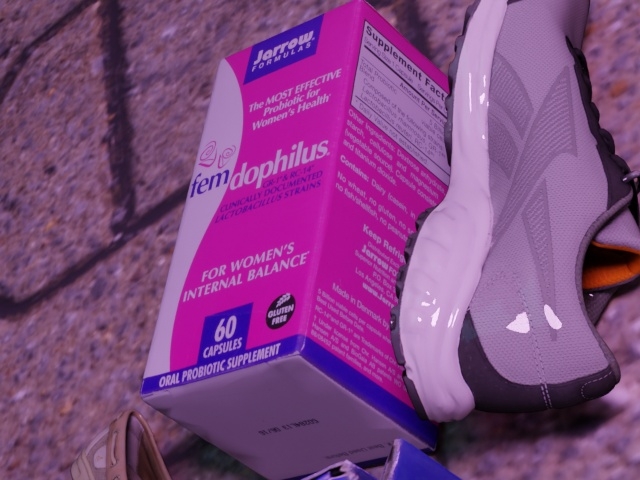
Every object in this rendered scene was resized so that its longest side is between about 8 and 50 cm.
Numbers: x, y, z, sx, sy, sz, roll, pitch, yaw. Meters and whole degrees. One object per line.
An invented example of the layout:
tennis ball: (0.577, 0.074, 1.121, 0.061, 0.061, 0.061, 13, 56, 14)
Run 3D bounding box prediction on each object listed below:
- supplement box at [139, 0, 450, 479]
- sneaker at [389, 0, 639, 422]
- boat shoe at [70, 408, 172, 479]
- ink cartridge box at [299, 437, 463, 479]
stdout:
supplement box: (0.000, 0.000, 0.816, 0.111, 0.114, 0.220, -19, 47, 37)
sneaker: (0.112, -0.030, 0.752, 0.108, 0.100, 0.272, 1, 55, 19)
boat shoe: (-0.094, 0.146, 0.846, 0.048, 0.056, 0.153, -55, 30, 5)
ink cartridge box: (0.048, 0.251, 0.433, 0.151, 0.270, 0.396, -33, 42, 21)
